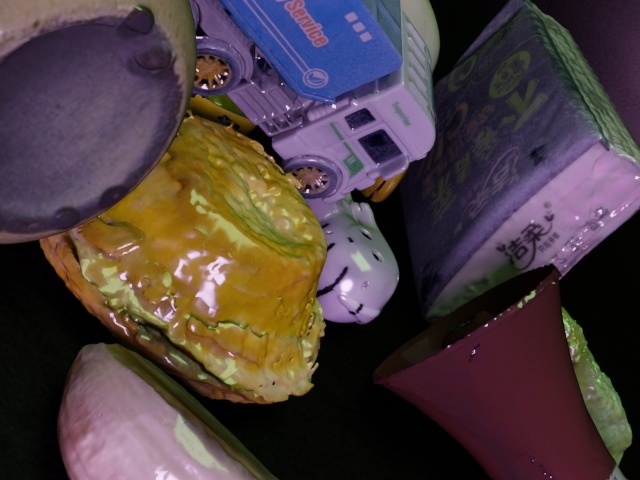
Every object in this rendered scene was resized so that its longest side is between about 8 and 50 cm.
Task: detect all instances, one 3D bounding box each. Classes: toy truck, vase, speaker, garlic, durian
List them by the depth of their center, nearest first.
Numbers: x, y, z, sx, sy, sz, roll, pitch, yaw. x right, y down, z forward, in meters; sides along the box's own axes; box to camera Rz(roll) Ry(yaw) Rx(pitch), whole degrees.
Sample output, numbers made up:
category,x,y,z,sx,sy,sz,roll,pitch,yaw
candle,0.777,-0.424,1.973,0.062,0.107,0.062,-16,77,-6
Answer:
category,x,y,z,sx,sy,sz,roll,pitch,yaw
garlic,-0.083,0.145,0.622,0.196,0.087,0.101,41,12,-7
vase,-0.267,-0.145,0.642,0.329,0.240,0.302,-18,51,-36
toy truck,-0.031,-0.189,0.851,0.367,0.175,0.146,47,35,-44
speaker,0.199,0.204,0.889,0.329,0.198,0.259,59,12,7
durian,0.247,0.143,1.084,0.101,0.139,0.250,-39,106,-36

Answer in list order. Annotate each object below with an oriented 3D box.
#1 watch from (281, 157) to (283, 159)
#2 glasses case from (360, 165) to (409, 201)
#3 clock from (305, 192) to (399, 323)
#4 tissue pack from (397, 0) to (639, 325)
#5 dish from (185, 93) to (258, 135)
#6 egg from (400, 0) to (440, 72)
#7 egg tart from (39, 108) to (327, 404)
category,x,y,z,sx,sy,sz,roll,pitch,yaw
watch,-0.098,-0.220,1.157,0.165,0.102,0.268,34,27,-52
glasses case,0.081,-0.123,1.316,0.064,0.079,0.234,34,26,-12
clock,0.000,0.000,0.984,0.117,0.080,0.176,24,31,-43
tissue pack,0.217,-0.094,1.237,0.124,0.288,0.394,29,28,-20
dish,-0.140,-0.138,0.957,0.208,0.080,0.148,24,24,-43
egg,0.067,-0.238,1.246,0.162,0.206,0.271,31,-3,-12
egg tart,-0.086,-0.006,0.811,0.295,0.116,0.294,39,24,-21
